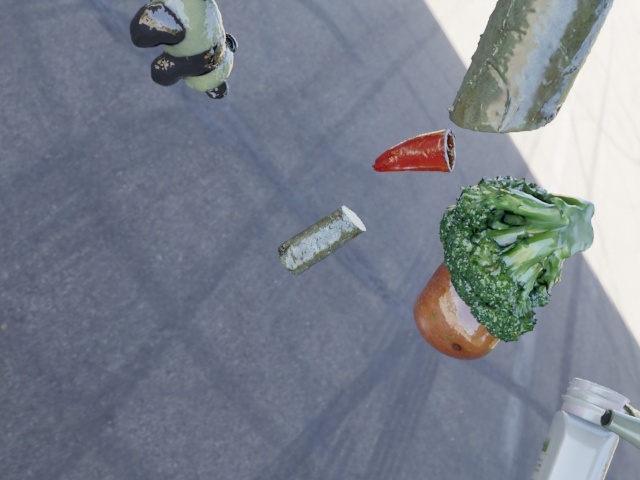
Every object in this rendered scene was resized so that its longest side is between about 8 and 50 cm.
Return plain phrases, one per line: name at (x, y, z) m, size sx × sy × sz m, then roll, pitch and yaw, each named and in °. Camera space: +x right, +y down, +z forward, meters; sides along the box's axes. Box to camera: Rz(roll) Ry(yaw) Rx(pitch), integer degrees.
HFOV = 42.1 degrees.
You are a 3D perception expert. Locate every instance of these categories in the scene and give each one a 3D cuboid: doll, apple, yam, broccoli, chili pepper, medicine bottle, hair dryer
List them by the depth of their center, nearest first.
yam at (0.321, -0.298, 1.248) m, size 0.168 × 0.304 × 0.168 m, roll 18°, pitch 23°, yaw -8°
hair dryer at (0.490, 0.283, 1.318) m, size 0.167 × 0.067 × 0.199 m, roll 26°, pitch 10°, yaw -22°
broccoli at (0.324, 0.012, 1.360) m, size 0.265 × 0.245 × 0.295 m, roll 46°, pitch 59°, yaw -20°
doll at (-0.226, -0.344, 1.418) m, size 0.234 × 0.135 × 0.144 m, roll 73°, pitch 26°, yaw -58°
medicine bottle at (0.443, 0.414, 1.483) m, size 0.324 × 0.124 × 0.179 m, roll -67°, pitch 160°, yaw -10°
chili pepper at (0.176, -0.160, 1.613) m, size 0.065 × 0.168 × 0.088 m, roll 44°, pitch 45°, yaw -48°
yam at (0.000, 0.000, 1.656) m, size 0.078 × 0.179 × 0.078 m, roll 58°, pitch 3°, yaw -6°
apple at (0.340, 0.149, 1.863) m, size 0.253 × 0.253 × 0.254 m, roll 38°, pitch 35°, yaw -34°
